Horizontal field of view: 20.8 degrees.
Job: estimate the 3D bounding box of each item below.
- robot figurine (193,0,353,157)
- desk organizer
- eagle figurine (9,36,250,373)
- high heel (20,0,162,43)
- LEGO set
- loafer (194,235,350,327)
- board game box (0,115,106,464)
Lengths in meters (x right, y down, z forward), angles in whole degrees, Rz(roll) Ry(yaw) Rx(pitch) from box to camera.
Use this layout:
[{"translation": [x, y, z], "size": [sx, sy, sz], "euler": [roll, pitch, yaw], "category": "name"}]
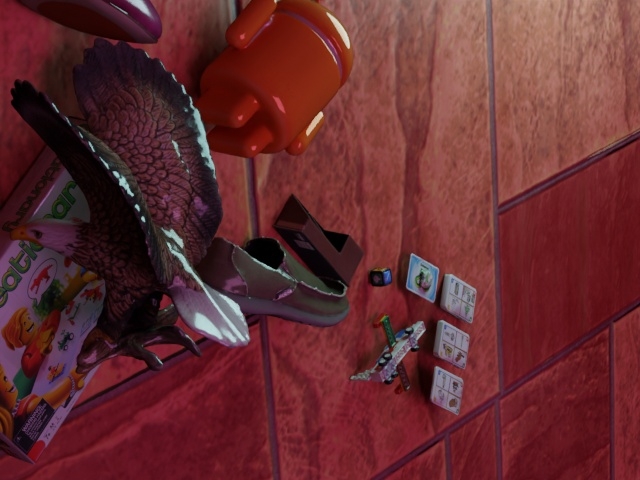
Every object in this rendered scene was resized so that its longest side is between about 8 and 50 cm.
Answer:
[{"translation": [-0.047, -0.183, 1.946], "size": [0.158, 0.128, 0.219], "euler": [43, 60, -4], "category": "robot figurine"}, {"translation": [0.000, 0.000, 2.124], "size": [0.130, 0.047, 0.050], "euler": [50, 60, -46], "category": "desk organizer"}, {"translation": [-0.192, -0.027, 1.683], "size": [0.225, 0.226, 0.298], "euler": [-5, 110, -28], "category": "eagle figurine"}, {"translation": [-0.253, -0.327, 1.656], "size": [0.377, 0.127, 0.181], "euler": [35, 67, -54], "category": "high heel"}, {"translation": [0.122, 0.119, 2.332], "size": [0.244, 0.060, 0.182], "euler": [29, 66, -52], "category": "LEGO set"}, {"translation": [-0.048, 0.045, 2.038], "size": [0.251, 0.094, 0.087], "euler": [10, 97, -52], "category": "loafer"}, {"translation": [-0.276, 0.050, 1.788], "size": [0.305, 0.053, 0.193], "euler": [-59, 138, -21], "category": "board game box"}]
